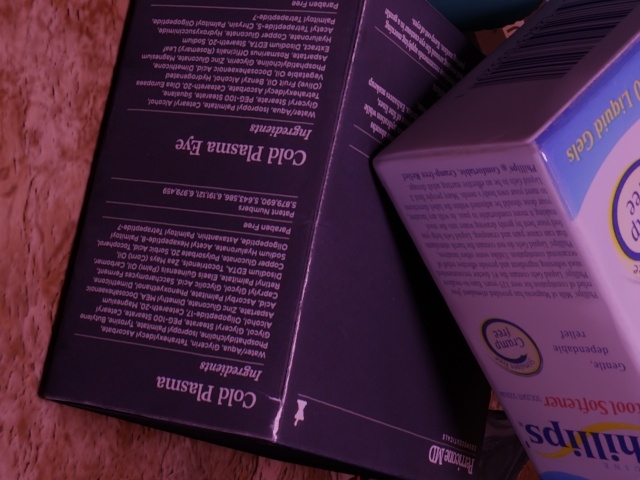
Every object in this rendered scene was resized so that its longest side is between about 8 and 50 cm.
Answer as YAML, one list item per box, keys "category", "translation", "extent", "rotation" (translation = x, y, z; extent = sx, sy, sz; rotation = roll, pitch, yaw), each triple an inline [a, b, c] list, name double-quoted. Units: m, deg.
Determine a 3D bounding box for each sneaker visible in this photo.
- category: "sneaker"
  translation: [0.114, 0.166, 1.461]
  extent: [0.227, 0.130, 0.087]
  rotation: [10, 108, -62]

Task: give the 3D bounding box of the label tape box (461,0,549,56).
- category: "label tape box"
  translation: [0.216, -0.153, 1.426]
  extent: [0.241, 0.106, 0.333]
  rotation: [-32, 105, -28]

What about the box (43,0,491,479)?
- category: "box"
  translation: [0.000, 0.000, 1.171]
  extent: [0.343, 0.179, 0.312]
  rotation: [29, 69, -60]

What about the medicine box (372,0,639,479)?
- category: "medicine box"
  translation: [0.219, -0.012, 1.092]
  extent: [0.263, 0.149, 0.289]
  rotation: [-43, 115, -31]

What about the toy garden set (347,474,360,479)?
- category: "toy garden set"
  translation: [-0.060, 0.253, 1.160]
  extent: [0.244, 0.049, 0.204]
  rotation: [-60, 164, 26]

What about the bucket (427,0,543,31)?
- category: "bucket"
  translation: [0.073, -0.284, 1.165]
  extent: [0.281, 0.281, 0.183]
  rotation: [44, 61, -56]

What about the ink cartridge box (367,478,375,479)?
- category: "ink cartridge box"
  translation: [0.053, 0.286, 1.503]
  extent: [0.145, 0.045, 0.179]
  rotation: [-30, 140, -57]
